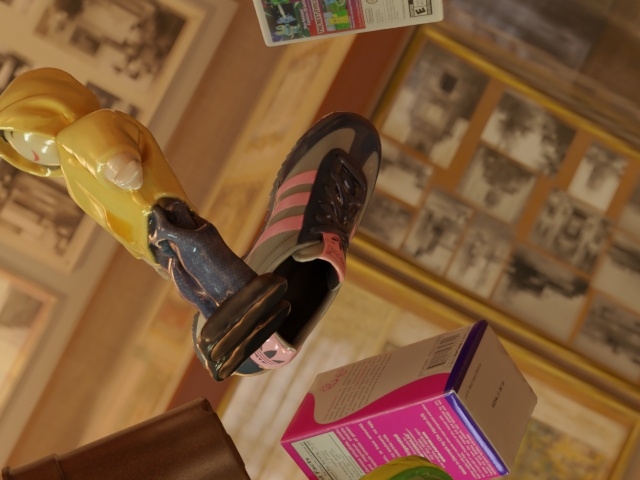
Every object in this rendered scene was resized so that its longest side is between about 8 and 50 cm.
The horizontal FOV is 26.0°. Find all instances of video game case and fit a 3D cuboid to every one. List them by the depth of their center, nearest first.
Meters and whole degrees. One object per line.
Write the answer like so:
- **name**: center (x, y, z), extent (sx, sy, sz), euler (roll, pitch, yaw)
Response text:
- **video game case**: center (0.021, -0.260, 1.317), extent (0.183, 0.023, 0.201), euler (-8, 154, 4)

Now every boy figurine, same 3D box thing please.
- **boy figurine**: center (-0.145, -0.030, 1.033), extent (0.285, 0.092, 0.177), euler (43, 166, 13)

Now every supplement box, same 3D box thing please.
- **supplement box**: center (0.086, 0.179, 1.376), extent (0.220, 0.111, 0.114), euler (-20, 114, 36)

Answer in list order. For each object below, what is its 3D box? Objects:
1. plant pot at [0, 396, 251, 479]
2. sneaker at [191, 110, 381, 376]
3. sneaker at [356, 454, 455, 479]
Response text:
- **plant pot**: center (-0.134, 0.210, 1.061), extent (0.167, 0.165, 0.167), euler (60, 170, 18)
- **sneaker**: center (0.000, 0.000, 1.381), extent (0.112, 0.319, 0.131), euler (39, 155, -27)
- **sneaker**: center (0.099, 0.251, 1.049), extent (0.295, 0.109, 0.123), euler (33, -166, -46)
